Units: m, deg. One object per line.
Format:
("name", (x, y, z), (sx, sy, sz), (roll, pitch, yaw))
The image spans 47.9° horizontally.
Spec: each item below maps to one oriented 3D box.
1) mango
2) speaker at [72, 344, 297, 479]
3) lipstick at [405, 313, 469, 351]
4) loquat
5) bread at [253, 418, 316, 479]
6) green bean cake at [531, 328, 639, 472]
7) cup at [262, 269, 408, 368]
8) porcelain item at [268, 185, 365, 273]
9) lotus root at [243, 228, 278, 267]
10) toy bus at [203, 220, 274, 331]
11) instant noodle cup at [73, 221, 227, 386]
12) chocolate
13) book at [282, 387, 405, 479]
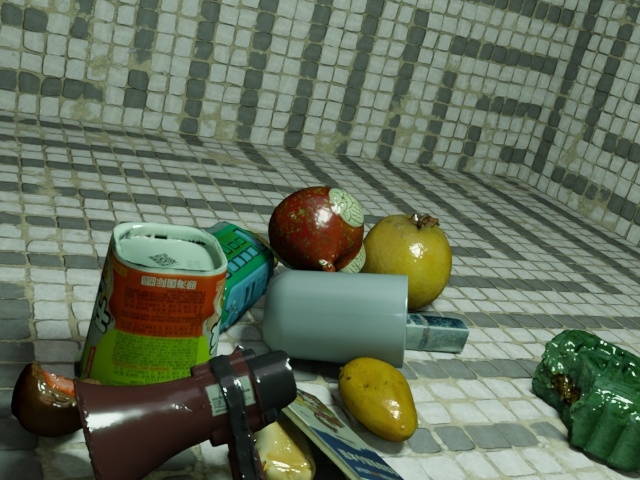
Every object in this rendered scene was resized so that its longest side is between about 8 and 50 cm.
("mango", (0.123, 0.318, 1.448), (0.147, 0.109, 0.227), (5, 23, -29))
("speaker", (-0.187, 0.296, 1.087), (0.330, 0.198, 0.259), (-10, 47, -13))
("lipstick", (0.225, 0.228, 1.805), (0.290, 0.076, 0.077), (5, 24, -17))
("loquat", (0.249, 0.048, 2.032), (0.275, 0.274, 0.275), (13, 20, -5))
("bread", (-0.076, 0.364, 1.224), (0.119, 0.084, 0.177), (15, 19, -19))
("green bean cake", (0.633, 0.347, 1.635), (0.300, 0.169, 0.308), (25, 24, 26))
("cup", (0.038, 0.171, 1.600), (0.312, 0.205, 0.205), (3, 19, 5))
("porcelain item", (0.000, 0.000, 1.727), (0.253, 0.252, 0.253), (13, 20, -5))
("lotus root", (-0.203, 0.034, 1.973), (0.214, 0.138, 0.138), (10, 18, -44))
("toy bus", (-0.248, 0.096, 1.687), (0.200, 0.183, 0.343), (27, 23, 10))
("instant noodle cup", (-0.303, 0.144, 1.334), (0.294, 0.307, 0.294), (12, 20, -5))
("chocolate", (-0.426, 0.263, 1.190), (0.133, 0.127, 0.124), (14, 34, 10))
("book", (0.022, 0.345, 1.292), (0.322, 0.018, 0.228), (34, -1, 42))
